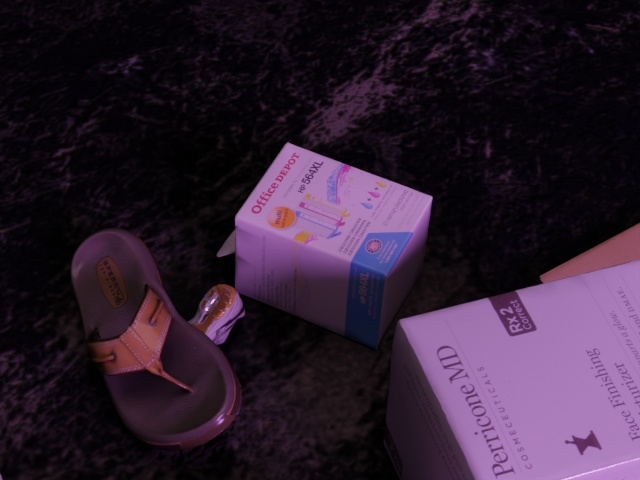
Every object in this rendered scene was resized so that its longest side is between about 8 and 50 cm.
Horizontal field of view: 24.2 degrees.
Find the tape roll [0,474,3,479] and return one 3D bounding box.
[{"bbox_3d":[-0.372,0.227,0.900,0.392,0.072,0.392,-1,41,1],"label":"tape roll"}]

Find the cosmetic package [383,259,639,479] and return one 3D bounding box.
[{"bbox_3d":[0.155,0.132,0.994,0.184,0.151,0.151,-13,49,-14],"label":"cosmetic package"}]

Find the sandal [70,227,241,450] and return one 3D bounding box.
[{"bbox_3d":[-0.132,0.063,1.080,0.090,0.060,0.219,-34,53,5],"label":"sandal"}]

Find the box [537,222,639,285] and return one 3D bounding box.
[{"bbox_3d":[0.297,0.046,1.167,0.201,0.021,0.164,-26,55,-25],"label":"box"}]

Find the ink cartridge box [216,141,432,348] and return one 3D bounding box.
[{"bbox_3d":[0.000,0.000,1.143,0.143,0.090,0.092,21,51,14],"label":"ink cartridge box"}]

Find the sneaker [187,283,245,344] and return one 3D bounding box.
[{"bbox_3d":[-0.087,0.073,1.114,0.083,0.037,0.032,-45,55,-8],"label":"sneaker"}]
